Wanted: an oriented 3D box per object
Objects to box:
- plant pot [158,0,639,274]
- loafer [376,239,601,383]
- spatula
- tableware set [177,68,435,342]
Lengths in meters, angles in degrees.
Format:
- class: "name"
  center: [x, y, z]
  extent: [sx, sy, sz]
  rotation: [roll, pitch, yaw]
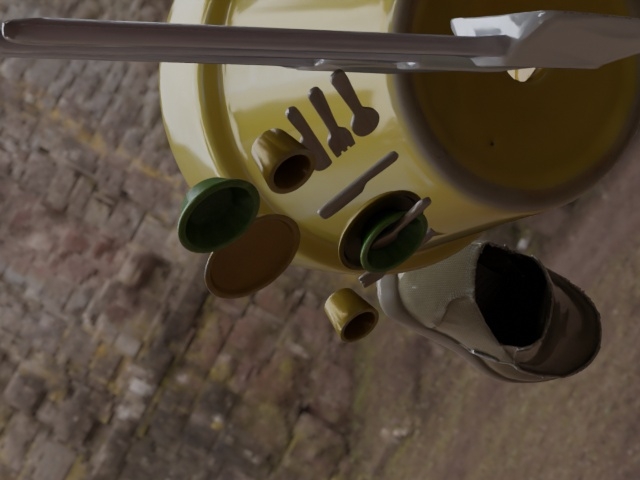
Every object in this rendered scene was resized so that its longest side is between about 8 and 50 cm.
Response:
- class: "plant pot"
  center: [0.058, -0.101, 0.715]
  extent: [0.254, 0.254, 0.239]
  rotation: [-62, 24, -10]
- class: "loafer"
  center: [0.159, 0.062, 0.990]
  extent: [0.092, 0.268, 0.102]
  rotation: [0, 76, 46]
- class: "spatula"
  center: [-0.008, -0.070, 0.418]
  extent: [0.168, 0.242, 0.019]
  rotation: [14, 104, 59]
- class: "tableware set"
  center: [0.000, 0.000, 0.531]
  extent: [0.104, 0.024, 0.154]
  rotation: [-38, -34, -2]
